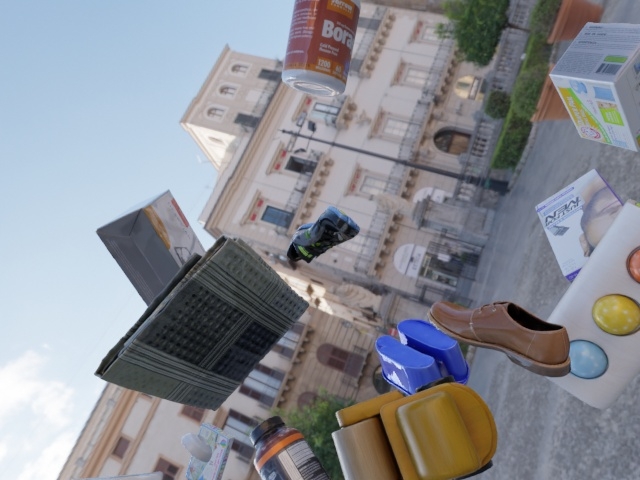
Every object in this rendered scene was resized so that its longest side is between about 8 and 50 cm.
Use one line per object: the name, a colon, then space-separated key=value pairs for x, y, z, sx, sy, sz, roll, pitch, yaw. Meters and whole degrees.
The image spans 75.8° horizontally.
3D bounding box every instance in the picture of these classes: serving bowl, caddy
serving bowl: x=-0.283 y=0.478 z=0.961 sx=0.027 sy=0.083 sz=0.083 roll=-50 pitch=-21 yaw=-13
caddy: x=0.355 y=0.428 z=1.457 sx=0.241 sy=0.341 sz=0.179 roll=-30 pitch=-70 yaw=-22

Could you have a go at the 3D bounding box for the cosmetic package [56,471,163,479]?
cosmetic package: x=-0.293 y=0.324 z=0.371 sx=0.224 sy=0.225 sz=0.138 roll=-51 pitch=38 yaw=33

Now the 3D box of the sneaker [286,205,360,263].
sneaker: x=0.000 y=0.000 z=0.676 sx=0.078 sy=0.067 sz=0.188 roll=-57 pitch=16 yaw=-28

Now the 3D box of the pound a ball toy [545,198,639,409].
pound a ball toy: x=0.456 y=0.091 z=0.550 sx=0.136 sy=0.208 sz=0.318 roll=-14 pitch=-49 yaw=-51

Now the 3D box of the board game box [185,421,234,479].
board game box: x=-0.314 y=0.613 z=1.165 sx=0.026 sy=0.104 sz=0.154 roll=29 pitch=-103 yaw=-62

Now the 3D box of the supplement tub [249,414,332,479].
supplement tub: x=-0.053 y=0.429 z=0.762 sx=0.106 sy=0.198 sz=0.106 roll=-28 pitch=-36 yaw=-23

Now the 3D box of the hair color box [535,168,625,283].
hair color box: x=0.700 y=-0.028 z=1.062 sx=0.185 sy=0.110 sz=0.338 roll=-41 pitch=18 yaw=33

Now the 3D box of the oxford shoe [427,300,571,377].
oxford shoe: x=0.250 y=0.116 z=0.598 sx=0.076 sy=0.212 sz=0.075 roll=-20 pitch=-68 yaw=-37

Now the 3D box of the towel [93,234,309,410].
towel: x=-0.196 y=0.166 z=0.779 sx=0.312 sy=0.056 sz=0.324 roll=-48 pitch=-39 yaw=-7

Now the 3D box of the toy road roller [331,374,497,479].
toy road roller: x=0.186 y=0.403 z=0.833 sx=0.240 sy=0.330 sz=0.202 roll=64 pitch=-175 yaw=-65

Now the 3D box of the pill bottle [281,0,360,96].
pill bottle: x=0.005 y=-0.385 z=0.747 sx=0.121 sy=0.121 sz=0.215 roll=-11 pitch=-67 yaw=-72

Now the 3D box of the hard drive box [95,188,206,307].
hard drive box: x=-0.312 y=0.011 z=0.808 sx=0.181 sy=0.089 sz=0.232 roll=64 pitch=178 yaw=-18

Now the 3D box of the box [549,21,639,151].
box: x=0.504 y=-0.258 z=0.707 sx=0.203 sy=0.114 sz=0.103 roll=30 pitch=-81 yaw=-39
